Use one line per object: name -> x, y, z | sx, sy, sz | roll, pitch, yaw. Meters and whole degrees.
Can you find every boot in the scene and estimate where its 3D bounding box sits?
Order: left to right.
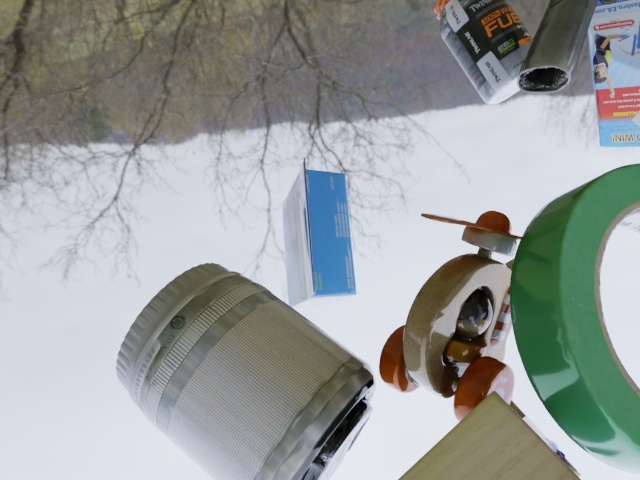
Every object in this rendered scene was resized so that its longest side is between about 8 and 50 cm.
boot -> 0.319, -0.298, 0.778 | 0.075, 0.209, 0.189 | 15, -177, 0

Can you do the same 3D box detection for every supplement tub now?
supplement tub -> 0.277, -0.334, 0.964 | 0.116, 0.191, 0.117 | -31, 173, -4

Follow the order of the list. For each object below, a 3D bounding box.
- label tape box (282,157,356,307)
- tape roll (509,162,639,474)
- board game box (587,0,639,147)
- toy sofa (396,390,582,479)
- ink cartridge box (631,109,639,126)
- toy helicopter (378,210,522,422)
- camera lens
label tape box -> 0.000, 0.000, 1.141 | 0.105, 0.241, 0.333 | -3, 171, -11
tape roll -> 0.356, 0.080, 0.611 | 0.321, 0.322, 0.077 | -20, 172, -25
board game box -> 0.600, -0.305, 0.919 | 0.308, 0.302, 0.086 | 9, -143, 45
toy sofa -> 0.183, 0.260, 0.546 | 0.150, 0.177, 0.362 | -44, 155, 3
ink cartridge box -> 0.382, -0.122, 0.613 | 0.028, 0.083, 0.048 | -35, 159, -20
toy helicopter -> 0.224, 0.050, 0.723 | 0.354, 0.235, 0.140 | -24, -151, -37
camera lens -> -0.085, 0.183, 0.723 | 0.274, 0.220, 0.219 | 34, -145, 18
